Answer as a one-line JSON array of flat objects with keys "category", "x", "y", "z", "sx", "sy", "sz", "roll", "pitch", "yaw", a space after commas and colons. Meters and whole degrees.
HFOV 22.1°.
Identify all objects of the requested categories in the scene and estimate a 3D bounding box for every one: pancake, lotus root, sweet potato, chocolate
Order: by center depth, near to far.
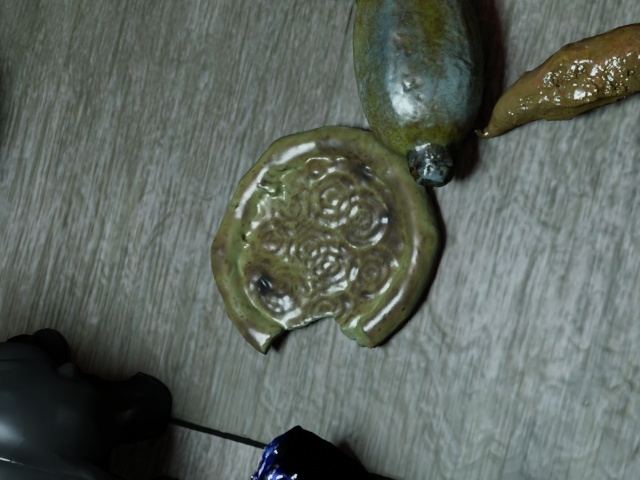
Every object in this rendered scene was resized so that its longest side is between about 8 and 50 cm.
[{"category": "sweet potato", "x": 0.209, "y": -0.130, "z": 1.341, "sx": 0.206, "sy": 0.060, "sz": 0.068, "roll": -24, "pitch": 35, "yaw": 38}, {"category": "lotus root", "x": 0.086, "y": -0.139, "z": 1.404, "sx": 0.113, "sy": 0.088, "sz": 0.192, "roll": -11, "pitch": 75, "yaw": 24}, {"category": "chocolate", "x": -0.073, "y": 0.328, "z": 1.404, "sx": 0.148, "sy": 0.126, "sz": 0.343, "roll": 32, "pitch": 106, "yaw": -9}, {"category": "pancake", "x": 0.000, "y": 0.000, "z": 1.467, "sx": 0.235, "sy": 0.029, "sz": 0.212, "roll": -12, "pitch": 73, "yaw": 28}]

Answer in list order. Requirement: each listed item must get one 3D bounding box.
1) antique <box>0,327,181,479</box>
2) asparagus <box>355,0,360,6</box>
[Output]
[{"category": "antique", "x": -0.285, "y": 0.165, "z": 1.486, "sx": 0.322, "sy": 0.255, "sz": 0.185, "roll": 20, "pitch": 94, "yaw": 36}, {"category": "asparagus", "x": 0.040, "y": -0.209, "z": 1.488, "sx": 0.015, "sy": 0.014, "sz": 0.114, "roll": -24, "pitch": 69, "yaw": 26}]
